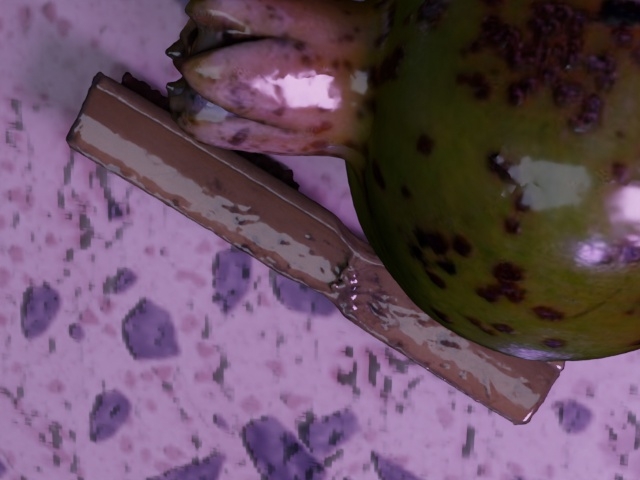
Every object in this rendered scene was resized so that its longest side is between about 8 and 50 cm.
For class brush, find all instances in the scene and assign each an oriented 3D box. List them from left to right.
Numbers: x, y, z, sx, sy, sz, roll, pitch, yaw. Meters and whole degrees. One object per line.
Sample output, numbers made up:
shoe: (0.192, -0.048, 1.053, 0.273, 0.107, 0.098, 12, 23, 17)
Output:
brush: (0.000, 0.000, 0.858, 0.248, 0.036, 0.043, 31, 121, 2)

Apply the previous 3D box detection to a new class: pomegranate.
pomegranate: (0.066, -0.051, 0.711, 0.248, 0.202, 0.202, 6, 113, -11)
